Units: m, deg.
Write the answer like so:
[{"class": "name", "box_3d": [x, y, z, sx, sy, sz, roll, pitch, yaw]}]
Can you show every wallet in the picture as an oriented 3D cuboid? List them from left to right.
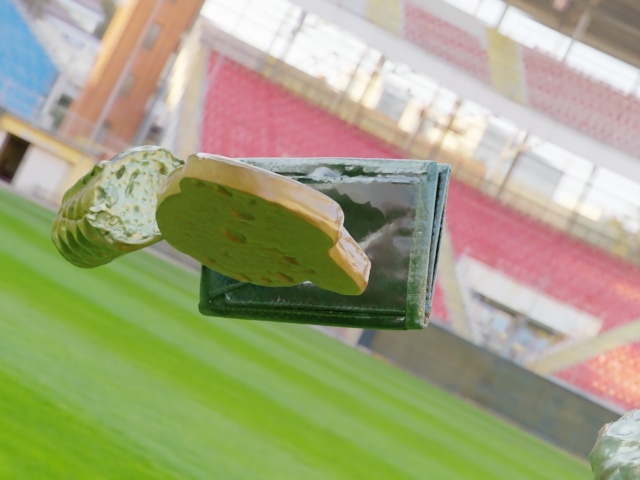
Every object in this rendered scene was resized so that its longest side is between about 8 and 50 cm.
[{"class": "wallet", "box_3d": [-0.001, -0.001, 1.319, 0.236, 0.160, 0.055, 2, -12, 28]}]

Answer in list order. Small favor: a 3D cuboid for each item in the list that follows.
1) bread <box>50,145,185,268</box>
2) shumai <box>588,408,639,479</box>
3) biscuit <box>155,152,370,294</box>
[{"class": "bread", "box_3d": [-0.194, -0.026, 1.329, 0.087, 0.098, 0.269, 20, -12, -16]}, {"class": "shumai", "box_3d": [0.415, 0.205, 1.147, 0.330, 0.292, 0.288, 34, -43, -10]}, {"class": "biscuit", "box_3d": [-0.027, -0.005, 0.728, 0.118, 0.023, 0.140, 25, -21, -14]}]
